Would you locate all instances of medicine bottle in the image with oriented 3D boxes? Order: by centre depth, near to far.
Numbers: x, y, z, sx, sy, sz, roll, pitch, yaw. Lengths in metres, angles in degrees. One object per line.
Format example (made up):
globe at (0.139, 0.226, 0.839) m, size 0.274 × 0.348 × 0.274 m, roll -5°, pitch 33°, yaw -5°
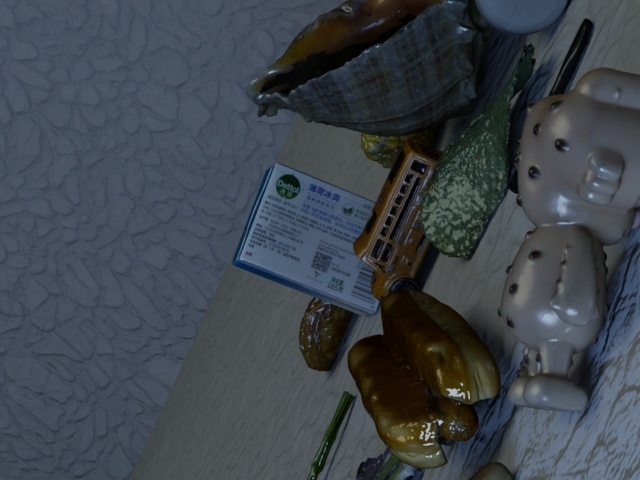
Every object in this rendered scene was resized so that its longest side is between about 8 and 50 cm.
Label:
medicine bottle at (0.220, -0.309, 1.922) m, size 0.191 × 0.107 × 0.107 m, roll -90°, pitch 23°, yaw -65°

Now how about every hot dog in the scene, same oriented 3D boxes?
hot dog at (0.102, 0.130, 1.639) m, size 0.135 × 0.100 × 0.337 m, roll -59°, pitch 11°, yaw 4°
hot dog at (0.010, 0.106, 2.323) m, size 0.099 × 0.065 × 0.147 m, roll -63°, pitch -6°, yaw -85°

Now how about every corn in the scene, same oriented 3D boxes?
corn at (0.123, -0.218, 2.293) m, size 0.101 × 0.101 × 0.292 m, roll 124°, pitch 163°, yaw -54°

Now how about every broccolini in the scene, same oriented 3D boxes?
broccolini at (-0.004, 0.291, 2.105) m, size 0.218 × 0.042 × 0.044 m, roll -64°, pitch 7°, yaw -12°

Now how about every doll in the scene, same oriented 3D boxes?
doll at (0.202, 0.001, 1.357) m, size 0.154 × 0.119 × 0.278 m, roll -158°, pitch 80°, yaw -82°

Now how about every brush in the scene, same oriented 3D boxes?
brush at (0.236, -0.137, 1.720) m, size 0.063 × 0.016 × 0.193 m, roll -160°, pitch 91°, yaw -80°

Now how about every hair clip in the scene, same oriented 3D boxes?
hair clip at (0.049, 0.283, 1.732) m, size 0.146 × 0.056 × 0.187 m, roll -42°, pitch 24°, yaw 56°

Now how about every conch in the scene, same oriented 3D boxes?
conch at (0.099, -0.219, 2.083) m, size 0.352 × 0.210 × 0.297 m, roll -42°, pitch 11°, yaw -5°

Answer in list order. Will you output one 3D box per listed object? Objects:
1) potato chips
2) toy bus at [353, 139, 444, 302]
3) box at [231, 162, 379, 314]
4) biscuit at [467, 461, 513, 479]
potato chips at (0.178, -0.096, 1.845) m, size 0.167 × 0.059 × 0.228 m, roll -23°, pitch 45°, yaw 64°
toy bus at (0.099, -0.017, 2.010) m, size 0.083 × 0.088 × 0.194 m, roll -103°, pitch 36°, yaw -73°
box at (0.000, 0.000, 2.210) m, size 0.073 × 0.194 × 0.139 m, roll 156°, pitch 135°, yaw -77°
biscuit at (0.075, 0.338, 1.490) m, size 0.325 × 0.044 × 0.217 m, roll 126°, pitch 162°, yaw -56°
